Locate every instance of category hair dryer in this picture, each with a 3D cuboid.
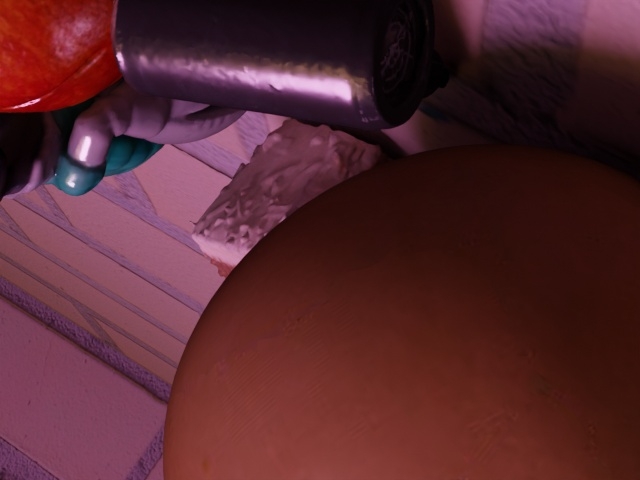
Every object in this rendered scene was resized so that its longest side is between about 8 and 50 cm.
[{"bbox_3d":[0.027,-0.091,0.589,0.128,0.070,0.255,13,-171,28],"label":"hair dryer"}]

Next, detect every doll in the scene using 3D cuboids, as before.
[{"bbox_3d":[-0.144,-0.101,0.818,0.195,0.153,0.258,23,-149,-17],"label":"doll"}]

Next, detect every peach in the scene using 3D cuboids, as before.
[{"bbox_3d":[-0.187,-0.166,0.710,0.190,0.190,0.192,16,154,47],"label":"peach"}]

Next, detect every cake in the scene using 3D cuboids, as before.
[{"bbox_3d":[0.000,0.000,0.890,0.147,0.135,0.134,44,164,-30],"label":"cake"}]

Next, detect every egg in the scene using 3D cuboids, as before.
[{"bbox_3d":[0.070,0.105,0.683,0.301,0.301,0.374,34,133,2],"label":"egg"}]
